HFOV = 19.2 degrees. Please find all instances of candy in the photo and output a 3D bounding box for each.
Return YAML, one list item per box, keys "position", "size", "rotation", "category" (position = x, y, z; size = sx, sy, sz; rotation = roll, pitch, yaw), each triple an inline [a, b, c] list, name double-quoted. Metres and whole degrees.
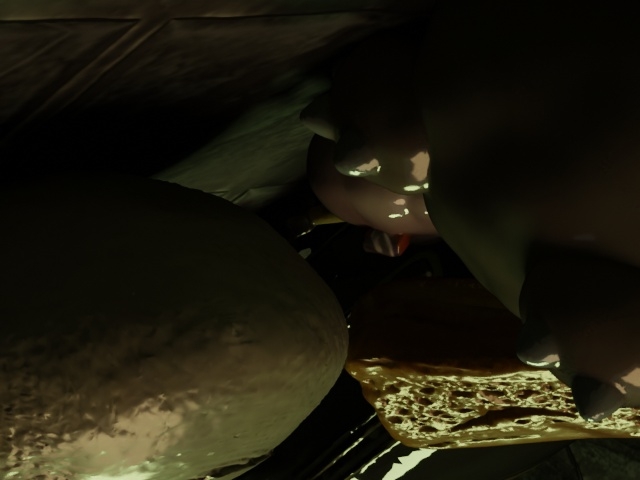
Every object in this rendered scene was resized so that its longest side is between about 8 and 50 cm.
- position: [-0.127, 0.053, 1.003]
  size: [0.296, 0.185, 0.295]
  rotation: [-13, 180, 0]
  category: "candy"

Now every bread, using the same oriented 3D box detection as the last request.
- position: [0.156, 0.062, 1.039]
  size: [0.271, 0.077, 0.139]
  rotation: [-8, 146, 22]
  category: "bread"

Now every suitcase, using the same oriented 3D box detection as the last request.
- position: [0.115, 0.048, 1.282]
  size: [0.283, 0.194, 0.434]
  rotation: [-10, 156, -42]
  category: "suitcase"

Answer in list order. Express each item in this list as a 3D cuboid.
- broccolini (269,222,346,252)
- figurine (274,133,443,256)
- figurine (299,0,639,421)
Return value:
- position: [-0.002, 0.008, 1.350]
  size: [0.071, 0.057, 0.254]
  rotation: [26, -160, 40]
  category: "broccolini"
- position: [0.077, -0.061, 1.033]
  size: [0.229, 0.137, 0.112]
  rotation: [-24, 137, -3]
  category: "figurine"
- position: [0.199, -0.087, 0.903]
  size: [0.381, 0.248, 0.203]
  rotation: [-32, 155, -19]
  category: "figurine"
